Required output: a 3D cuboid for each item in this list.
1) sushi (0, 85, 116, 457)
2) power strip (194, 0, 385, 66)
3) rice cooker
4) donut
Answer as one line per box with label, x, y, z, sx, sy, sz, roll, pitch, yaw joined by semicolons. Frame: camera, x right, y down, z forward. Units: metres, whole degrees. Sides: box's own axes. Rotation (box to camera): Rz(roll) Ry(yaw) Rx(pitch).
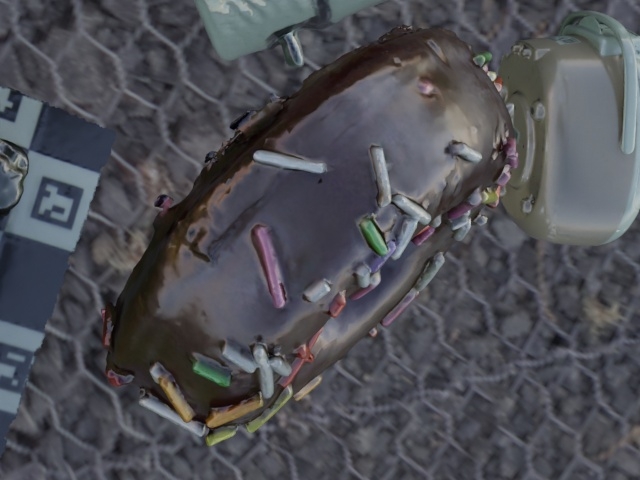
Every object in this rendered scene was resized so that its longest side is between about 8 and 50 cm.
sushi;-0.372;0.011;1.476;0.296;0.100;0.373;21;82;-20
power strip;-0.060;-0.310;1.232;0.161;0.357;0.357;-21;108;0
rice cooker;0.222;-0.095;1.389;0.127;0.145;0.206;-8;110;-18
donut;0.000;0.000;0.845;0.270;0.270;0.103;-43;78;-7
